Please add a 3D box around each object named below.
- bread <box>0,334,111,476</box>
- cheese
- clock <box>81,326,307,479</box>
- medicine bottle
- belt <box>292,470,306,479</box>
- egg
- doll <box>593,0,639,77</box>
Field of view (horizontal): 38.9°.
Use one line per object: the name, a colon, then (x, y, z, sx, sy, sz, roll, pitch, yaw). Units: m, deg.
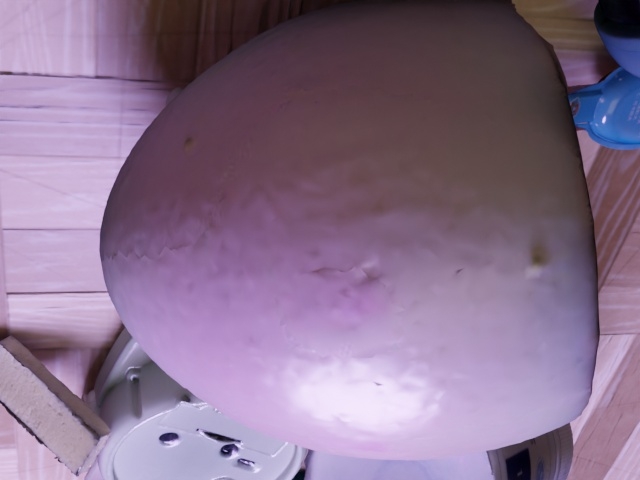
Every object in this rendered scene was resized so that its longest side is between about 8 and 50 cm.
bread: (-0.284, 0.169, 0.932, 0.153, 0.028, 0.068, 40, 121, 7)
cheese: (0.261, -0.125, 0.833, 0.256, 0.037, 0.106, -9, 126, -28)
clock: (-0.126, 0.204, 1.008, 0.265, 0.109, 0.324, 22, 123, -30)
medicine bottle: (0.142, 0.228, 0.960, 0.190, 0.190, 0.332, -39, 160, 19)
belt: (-0.006, 0.451, 1.127, 0.436, 0.300, 0.173, 9, 127, -24)
egg: (0.000, 0.000, 0.702, 0.339, 0.355, 0.355, -9, 132, 0)
doll: (0.290, -0.236, 0.708, 0.177, 0.141, 0.314, -26, 129, 13)
